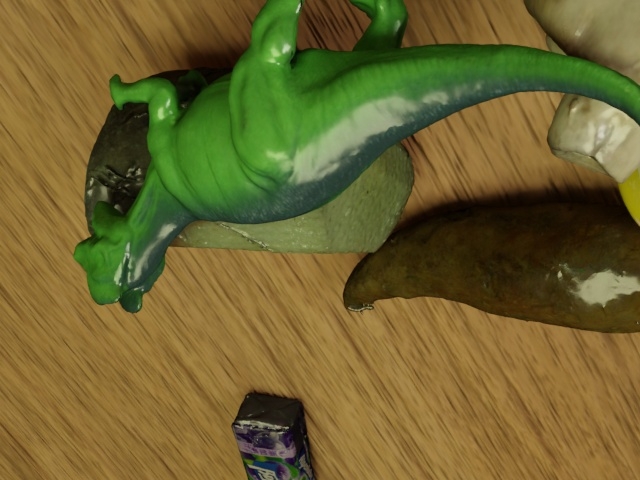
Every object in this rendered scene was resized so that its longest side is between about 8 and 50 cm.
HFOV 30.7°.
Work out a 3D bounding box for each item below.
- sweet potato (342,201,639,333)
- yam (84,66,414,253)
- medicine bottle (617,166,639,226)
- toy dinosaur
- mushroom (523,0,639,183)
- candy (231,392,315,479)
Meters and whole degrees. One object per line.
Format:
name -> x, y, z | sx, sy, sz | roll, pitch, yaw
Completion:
sweet potato -> 0.192, 0.027, 1.174 | 0.423, 0.130, 0.130 | -1, 130, 32
yam -> -0.061, -0.076, 1.151 | 0.271, 0.202, 0.201 | 10, 94, 27
medicine bottle -> 0.368, -0.082, 0.985 | 0.213, 0.121, 0.121 | -17, 121, 36
toy dinosaur -> -0.016, -0.034, 0.907 | 0.500, 0.144, 0.374 | 36, 104, 42
mushroom -> 0.259, -0.147, 0.873 | 0.254, 0.260, 0.234 | 22, 115, -15
candy -> -0.052, 0.339, 1.629 | 0.088, 0.061, 0.312 | 6, 132, 18
